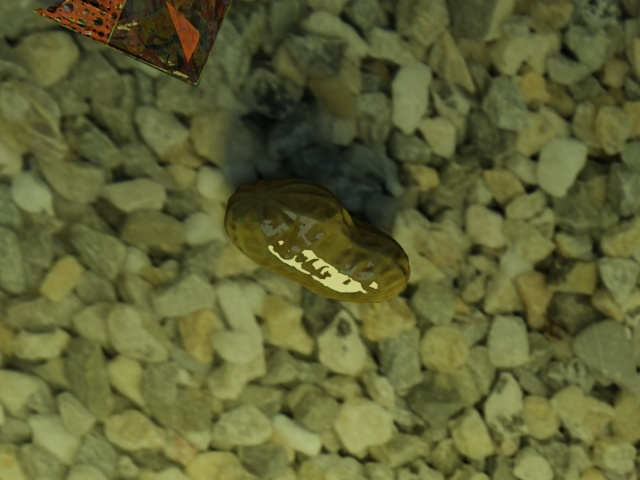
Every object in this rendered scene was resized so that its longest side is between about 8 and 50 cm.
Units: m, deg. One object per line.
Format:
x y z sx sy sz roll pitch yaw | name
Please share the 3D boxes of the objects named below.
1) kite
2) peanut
-0.131 -0.191 1.397 0.222 0.008 0.125 -24 113 -9 | kite
0.000 0.000 1.459 0.194 0.083 0.093 23 100 -22 | peanut
